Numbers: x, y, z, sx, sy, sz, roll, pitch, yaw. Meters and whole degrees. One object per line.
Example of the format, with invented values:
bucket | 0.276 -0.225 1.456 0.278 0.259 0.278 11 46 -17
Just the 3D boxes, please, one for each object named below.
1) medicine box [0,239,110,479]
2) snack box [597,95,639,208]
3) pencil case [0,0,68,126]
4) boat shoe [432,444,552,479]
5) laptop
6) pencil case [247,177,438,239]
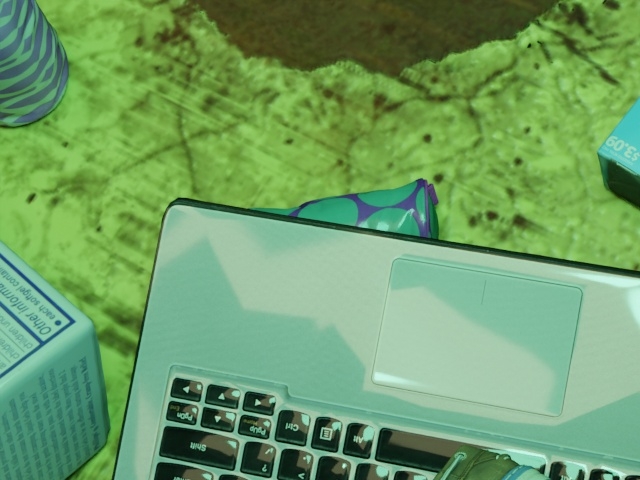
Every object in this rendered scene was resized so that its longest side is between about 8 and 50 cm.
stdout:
medicine box | -0.323 0.094 1.144 0.289 0.149 0.263 -39 63 -24
snack box | 0.352 -0.033 1.134 0.322 0.060 0.187 34 78 23
pencil case | -0.226 -0.148 1.238 0.086 0.206 0.088 -11 70 1
boat shoe | 0.043 0.177 0.964 0.066 0.066 0.183 30 54 31
laptop | 0.023 0.188 1.004 0.382 0.236 0.407 9 85 15
pencil case | 0.000 0.000 1.198 0.152 0.064 0.070 -8 29 9
